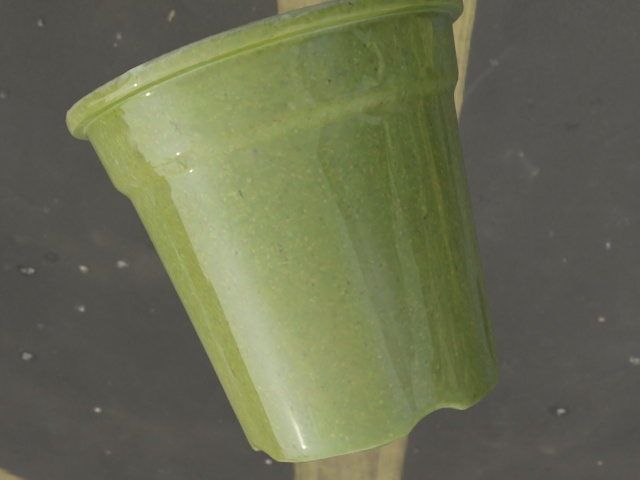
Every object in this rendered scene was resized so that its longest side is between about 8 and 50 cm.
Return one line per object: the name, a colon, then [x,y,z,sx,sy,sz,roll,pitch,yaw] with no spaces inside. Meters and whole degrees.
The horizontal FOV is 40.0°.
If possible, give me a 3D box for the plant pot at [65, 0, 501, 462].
plant pot: [0.000,0.000,0.601,0.276,0.276,0.254,-16,93,25]
